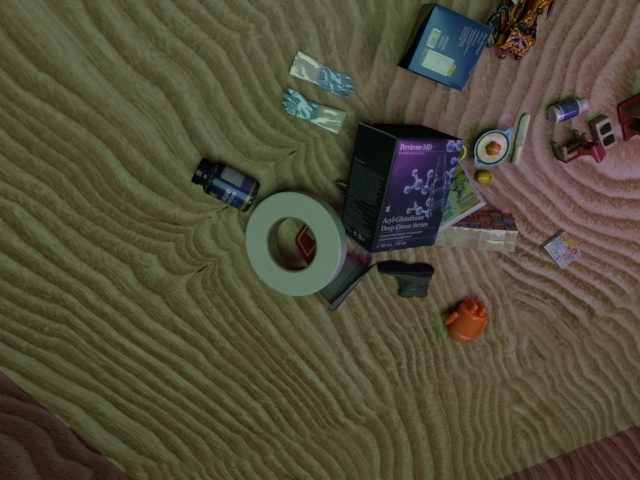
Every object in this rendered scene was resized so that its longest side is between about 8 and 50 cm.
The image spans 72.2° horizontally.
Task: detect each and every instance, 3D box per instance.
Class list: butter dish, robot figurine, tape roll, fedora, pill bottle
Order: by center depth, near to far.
[{"bbox_3d":[0.641,-0.719,1.380,0.211,0.085,0.290,7,113,-26],"label":"robot figurine"},{"bbox_3d":[-0.336,-0.199,1.550,0.219,0.122,0.122,26,112,-17],"label":"pill bottle"},{"bbox_3d":[0.881,-0.465,1.561,0.120,0.067,0.067,-19,117,5],"label":"pill bottle"},{"bbox_3d":[-0.094,0.012,1.603,0.393,0.072,0.391,5,103,24],"label":"tape roll"},{"bbox_3d":[0.000,0.000,1.686,0.118,0.160,0.159,15,121,-39],"label":"butter dish"},{"bbox_3d":[0.090,0.149,1.741,0.124,0.244,0.275,41,116,8],"label":"fedora"},{"bbox_3d":[0.639,0.359,1.926,0.158,0.128,0.219,-3,123,-44],"label":"robot figurine"}]

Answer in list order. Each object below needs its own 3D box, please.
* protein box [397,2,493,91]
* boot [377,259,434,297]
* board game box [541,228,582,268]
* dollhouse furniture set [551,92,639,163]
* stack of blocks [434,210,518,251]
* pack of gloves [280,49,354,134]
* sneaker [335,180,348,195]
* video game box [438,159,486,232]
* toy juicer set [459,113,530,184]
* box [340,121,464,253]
[{"bbox_3d":[0.391,-0.614,1.399,0.201,0.136,0.199,17,114,-13],"label":"protein box"},{"bbox_3d":[0.348,0.174,1.833,0.247,0.083,0.161,5,122,-7],"label":"boot"},{"bbox_3d":[1.019,0.037,1.853,0.103,0.026,0.154,-42,113,16],"label":"board game box"},{"bbox_3d":[1.067,-0.358,1.559,0.374,0.201,0.152,-31,116,9],"label":"dollhouse furniture set"},{"bbox_3d":[0.583,-0.044,1.687,0.298,0.171,0.087,5,117,12],"label":"stack of blocks"},{"bbox_3d":[-0.010,-0.496,1.486,0.232,0.046,0.194,19,102,-18],"label":"pack of gloves"},{"bbox_3d":[0.123,-0.152,1.647,0.186,0.069,0.083,30,105,-18],"label":"sneaker"},{"bbox_3d":[0.459,-0.156,1.578,0.048,0.186,0.205,4,148,-48],"label":"video game box"},{"bbox_3d":[0.633,-0.305,1.607,0.329,0.089,0.209,-19,117,4],"label":"toy juicer set"},{"bbox_3d":[0.267,-0.183,1.506,0.294,0.212,0.395,-7,119,-30],"label":"box"}]
